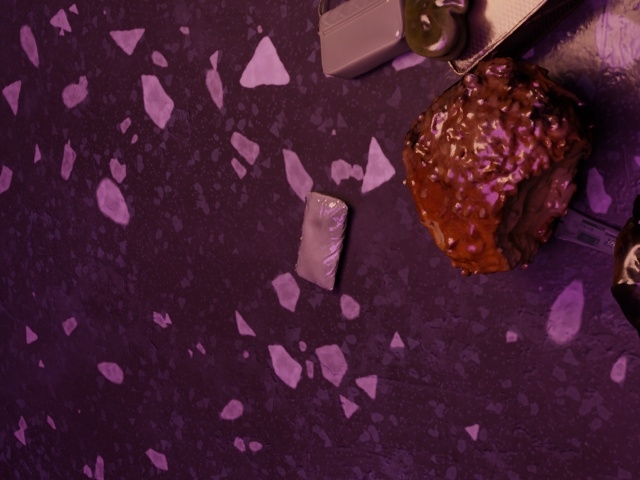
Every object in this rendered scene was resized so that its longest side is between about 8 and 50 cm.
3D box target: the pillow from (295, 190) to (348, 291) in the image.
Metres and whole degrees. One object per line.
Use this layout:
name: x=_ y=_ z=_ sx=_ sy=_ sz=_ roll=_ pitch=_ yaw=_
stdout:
pillow: x=0.000 y=0.000 z=2.176 sx=0.128 sy=0.051 sz=0.229 roll=27 pitch=118 yaw=37

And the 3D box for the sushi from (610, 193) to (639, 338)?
sushi: x=0.646 y=0.023 z=1.467 sx=0.281 sy=0.299 sz=0.294 roll=42 pitch=136 yaw=-22

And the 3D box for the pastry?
pastry: x=0.314 y=-0.150 z=1.727 sx=0.337 sy=0.292 sz=0.405 roll=46 pitch=137 yaw=35

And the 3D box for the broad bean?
broad bean: x=0.212 y=-0.431 z=1.715 sx=0.153 sy=0.072 sz=0.206 roll=-10 pitch=81 yaw=40

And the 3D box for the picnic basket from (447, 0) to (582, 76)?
picnic basket: x=0.334 y=-0.434 z=1.737 sx=0.267 sy=0.139 sz=0.165 roll=-41 pitch=72 yaw=39

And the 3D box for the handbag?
handbag: x=0.094 y=-0.479 z=1.985 sx=0.256 sy=0.079 sz=0.219 roll=-17 pitch=77 yaw=41

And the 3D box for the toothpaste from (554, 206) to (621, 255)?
toothpaste: x=0.535 y=0.001 z=1.724 sx=0.218 sy=0.041 sz=0.064 roll=27 pitch=104 yaw=37
